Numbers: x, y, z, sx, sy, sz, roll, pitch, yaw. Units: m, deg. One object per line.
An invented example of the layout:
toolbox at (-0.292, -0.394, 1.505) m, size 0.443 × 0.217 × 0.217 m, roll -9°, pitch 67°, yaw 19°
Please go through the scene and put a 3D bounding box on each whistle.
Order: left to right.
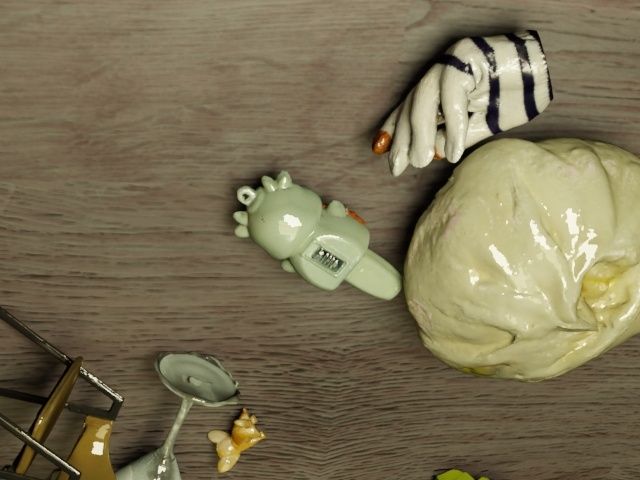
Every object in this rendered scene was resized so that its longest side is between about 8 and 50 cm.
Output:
whistle at (0.001, 0.000, 1.245) m, size 0.253 × 0.105 × 0.102 m, roll 32°, pitch 139°, yaw -21°

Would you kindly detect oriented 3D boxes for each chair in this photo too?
chair at (-0.340, 0.224, 1.217) m, size 0.247 × 0.158 × 0.172 m, roll 24°, pitch 116°, yaw -3°

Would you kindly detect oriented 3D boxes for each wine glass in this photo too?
wine glass at (-0.201, 0.270, 1.336) m, size 0.156 × 0.156 × 0.232 m, roll 17°, pitch 111°, yaw -23°

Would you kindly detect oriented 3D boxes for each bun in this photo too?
bun at (0.289, 0.046, 1.253) m, size 0.365 × 0.219 × 0.365 m, roll -13°, pitch 134°, yaw -13°

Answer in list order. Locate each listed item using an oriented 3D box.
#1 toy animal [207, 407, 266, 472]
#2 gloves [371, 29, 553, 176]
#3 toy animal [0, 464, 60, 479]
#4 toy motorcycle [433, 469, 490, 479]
toy animal at (-0.123, 0.281, 1.410) m, size 0.083 × 0.060 × 0.081 m, roll -35°, pitch 162°, yaw 6°
gloves at (0.158, -0.163, 1.175) m, size 0.219 × 0.140 × 0.131 m, roll -16°, pitch 95°, yaw 12°
toy animal at (-0.440, 0.392, 1.390) m, size 0.105 × 0.070 × 0.202 m, roll 21°, pitch 111°, yaw -45°
toy motorcycle at (0.178, 0.514, 1.581) m, size 0.206 × 0.142 × 0.342 m, roll -11°, pitch 133°, yaw -55°
